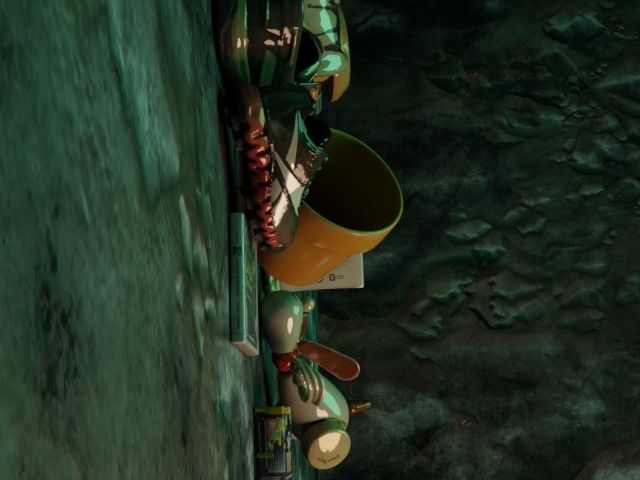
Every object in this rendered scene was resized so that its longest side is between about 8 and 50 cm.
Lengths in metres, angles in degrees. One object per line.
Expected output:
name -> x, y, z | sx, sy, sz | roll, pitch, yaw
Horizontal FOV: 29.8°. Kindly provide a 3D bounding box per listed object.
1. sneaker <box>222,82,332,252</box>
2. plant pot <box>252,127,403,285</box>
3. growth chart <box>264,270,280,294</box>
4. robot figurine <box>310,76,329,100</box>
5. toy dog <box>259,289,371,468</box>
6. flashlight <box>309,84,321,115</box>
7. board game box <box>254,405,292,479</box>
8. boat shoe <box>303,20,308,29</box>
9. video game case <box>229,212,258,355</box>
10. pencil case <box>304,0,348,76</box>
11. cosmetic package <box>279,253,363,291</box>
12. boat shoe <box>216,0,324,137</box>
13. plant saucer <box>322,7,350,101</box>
sneaker -> -0.046, -0.097, 1.614 | 0.097, 0.135, 0.276 | -113, -168, -48
plant pot -> -0.009, -0.035, 1.822 | 0.188, 0.205, 0.205 | -53, -153, 41
growth chart -> -0.086, 0.038, 2.132 | 0.237, 0.021, 0.172 | 82, 5, -73
robot figurine -> -0.045, -0.354, 2.137 | 0.158, 0.128, 0.219 | -18, 112, -43
toy dog -> 0.002, 0.227, 2.035 | 0.220, 0.161, 0.333 | 52, -25, 35
flashlight -> -0.053, -0.376, 2.299 | 0.103, 0.103, 0.304 | -89, 178, -48
board game box -> -0.072, 0.329, 1.884 | 0.170, 0.048, 0.141 | 69, 17, -82
boat shoe -> -0.081, -0.310, 1.730 | 0.285, 0.105, 0.089 | 70, 19, -47
video game case -> -0.103, 0.064, 1.658 | 0.190, 0.022, 0.173 | 74, 13, -79
pencil case -> -0.043, -0.448, 1.855 | 0.183, 0.160, 0.410 | -41, 133, -55
cosmetic package -> 0.000, 0.000, 2.172 | 0.183, 0.151, 0.151 | -77, 164, -81
boat shoe -> -0.060, -0.228, 1.644 | 0.355, 0.130, 0.132 | 81, 7, -70
plant saucer -> 0.024, -0.360, 2.247 | 0.200, 0.037, 0.200 | 174, -90, -83
